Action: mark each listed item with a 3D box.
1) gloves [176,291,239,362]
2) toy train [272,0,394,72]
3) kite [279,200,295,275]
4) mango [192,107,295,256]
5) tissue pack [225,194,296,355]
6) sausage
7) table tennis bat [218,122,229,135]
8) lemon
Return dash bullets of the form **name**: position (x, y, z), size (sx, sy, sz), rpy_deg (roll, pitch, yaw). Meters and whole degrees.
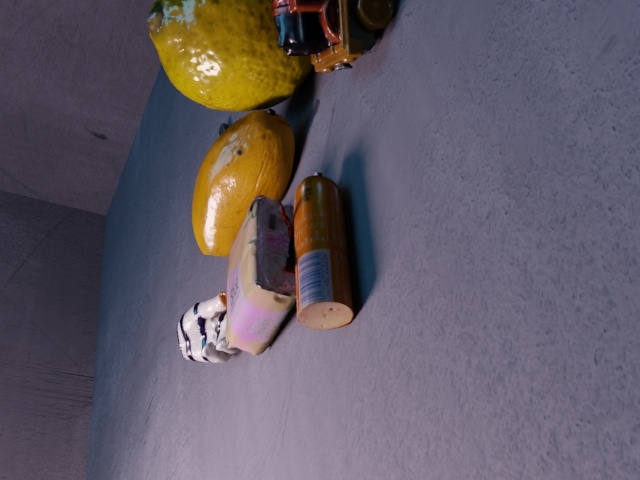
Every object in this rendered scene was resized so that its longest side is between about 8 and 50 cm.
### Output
- **gloves**: position (-0.214, 0.199, 1.777), size (0.219, 0.131, 0.140), rpy_deg (-11, 61, 32)
- **toy train**: position (-0.006, -0.488, 1.460), size (0.163, 0.232, 0.369), rpy_deg (-179, 85, -69)
- **kite**: position (-0.041, 0.008, 1.435), size (0.232, 0.009, 0.189), rpy_deg (-85, -22, -53)
- **mango**: position (-0.175, -0.120, 1.764), size (0.359, 0.187, 0.144), rpy_deg (-55, -3, 20)
- **tissue pack**: position (-0.109, 0.071, 1.572), size (0.256, 0.123, 0.215), rpy_deg (117, 157, -53)
- **sausage**: position (0.000, 0.000, 1.389), size (0.093, 0.093, 0.312), rpy_deg (-53, 31, 44)
- **table tennis bat**: position (-0.242, -0.241, 2.213), size (0.173, 0.022, 0.301), rpy_deg (-67, 25, 23)
- **lemon**: position (-0.185, -0.444, 1.748), size (0.350, 0.387, 0.349), rpy_deg (-9, 78, 48)
